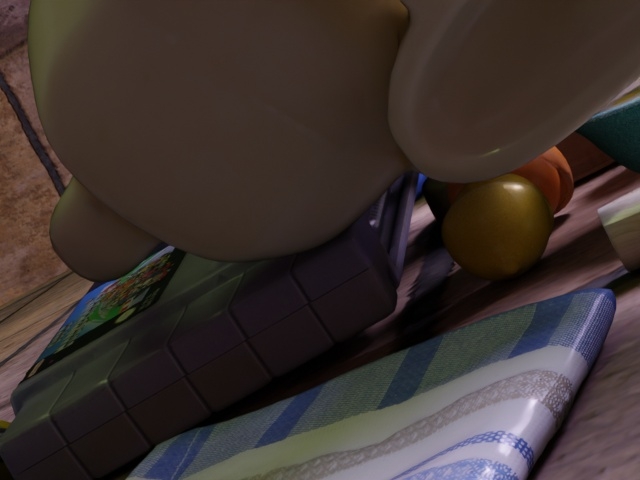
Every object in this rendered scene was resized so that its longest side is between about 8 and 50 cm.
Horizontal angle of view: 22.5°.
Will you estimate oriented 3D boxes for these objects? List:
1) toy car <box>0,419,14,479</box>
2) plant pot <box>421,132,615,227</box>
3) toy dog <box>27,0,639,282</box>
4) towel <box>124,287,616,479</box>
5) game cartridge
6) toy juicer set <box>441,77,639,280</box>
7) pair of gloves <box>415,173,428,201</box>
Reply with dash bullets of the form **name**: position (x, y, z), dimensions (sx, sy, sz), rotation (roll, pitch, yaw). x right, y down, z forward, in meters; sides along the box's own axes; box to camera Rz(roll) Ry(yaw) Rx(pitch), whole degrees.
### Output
- **toy car**: position (-0.280, 0.143, 0.841), dimensions (0.225, 0.053, 0.239), rotation (-37, -20, 0)
- **plant pot**: position (0.156, -0.110, 1.037), dimensions (0.237, 0.110, 0.237), rotation (-29, 5, 3)
- **toy dog**: position (0.031, -0.171, 0.835), dimensions (0.395, 0.284, 0.408), rotation (-64, 0, 32)
- **towel**: position (-0.027, 0.097, 0.504), dimensions (0.209, 0.034, 0.285), rotation (-25, 7, 29)
- **game cartridge**: position (-0.052, 0.018, 0.959), dimensions (0.230, 0.068, 0.355), rotation (-26, 12, 12)
- **toy juicer set**: position (0.148, -0.060, 0.744), dimensions (0.209, 0.089, 0.329), rotation (-29, 6, -8)
- **pair of gloves**: position (0.000, 0.000, 1.157), dimensions (0.159, 0.023, 0.198), rotation (-36, 6, -16)
